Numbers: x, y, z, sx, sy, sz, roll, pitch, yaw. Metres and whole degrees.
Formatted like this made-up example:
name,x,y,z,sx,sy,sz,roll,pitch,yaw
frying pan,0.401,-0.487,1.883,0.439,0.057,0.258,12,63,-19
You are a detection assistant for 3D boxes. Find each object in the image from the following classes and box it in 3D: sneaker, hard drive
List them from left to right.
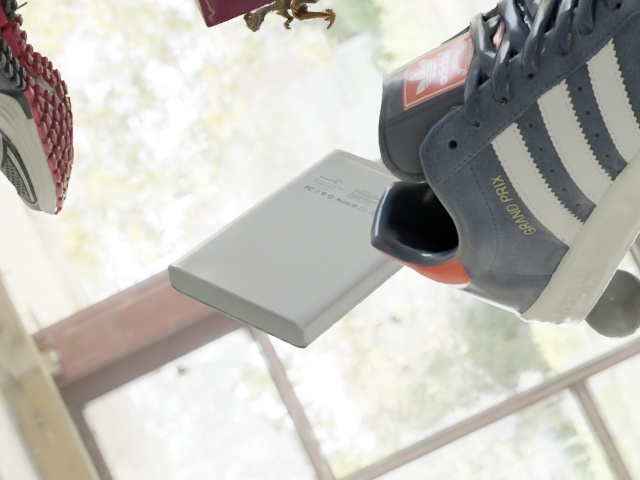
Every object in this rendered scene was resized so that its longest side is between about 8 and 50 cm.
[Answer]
name,x,y,z,sx,sy,sz,roll,pitch,yaw
sneaker,-0.308,-0.137,1.357,0.299,0.112,0.121,70,-165,-48
hard drive,0.000,0.000,1.717,0.203,0.307,0.040,22,133,32
sneaker,0.111,-0.085,0.735,0.350,0.148,0.131,108,176,-47

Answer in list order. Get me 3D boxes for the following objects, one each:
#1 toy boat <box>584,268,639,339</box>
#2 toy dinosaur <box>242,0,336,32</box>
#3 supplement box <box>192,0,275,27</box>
name,x,y,z,sx,sy,sz,roll,pitch,yaw
toy boat,0.331,-0.058,1.412,0.148,0.318,0.267,42,170,6
toy dinosaur,-0.022,-0.319,1.938,0.211,0.112,0.064,-26,-59,-54
supplement box,-0.124,-0.325,1.544,0.104,0.081,0.188,74,170,-47
